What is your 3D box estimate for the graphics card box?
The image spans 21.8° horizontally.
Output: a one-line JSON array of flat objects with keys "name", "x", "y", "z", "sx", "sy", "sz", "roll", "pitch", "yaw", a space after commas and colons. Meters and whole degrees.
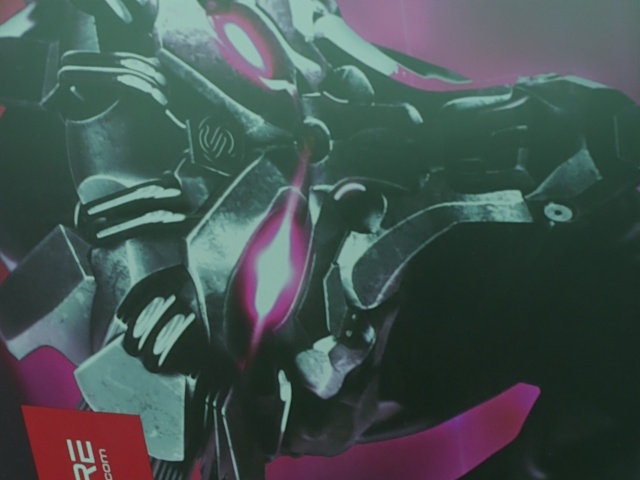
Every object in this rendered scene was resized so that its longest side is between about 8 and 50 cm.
[{"name": "graphics card box", "x": 0.016, "y": 0.004, "z": 0.456, "sx": 0.371, "sy": 0.094, "sz": 0.233, "roll": 2, "pitch": 112, "yaw": 26}]
